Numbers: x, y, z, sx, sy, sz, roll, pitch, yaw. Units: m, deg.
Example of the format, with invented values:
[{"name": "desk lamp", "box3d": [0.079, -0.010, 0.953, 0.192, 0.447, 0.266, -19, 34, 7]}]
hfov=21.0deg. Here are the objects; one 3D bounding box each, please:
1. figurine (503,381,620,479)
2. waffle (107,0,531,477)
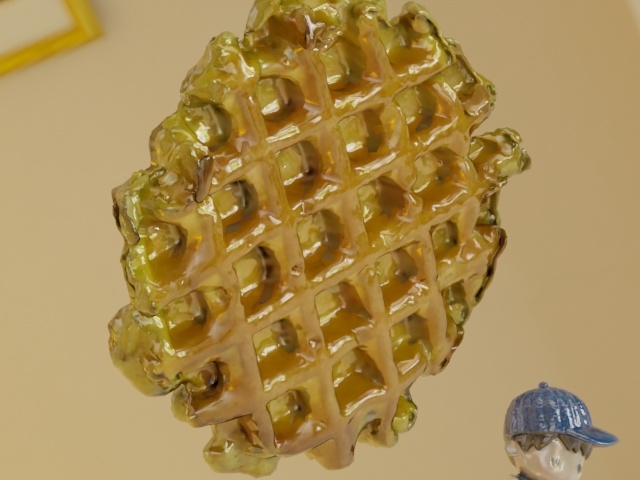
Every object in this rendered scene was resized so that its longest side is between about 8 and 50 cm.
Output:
[{"name": "figurine", "box3d": [0.178, 0.193, 1.385, 0.087, 0.086, 0.149, 23, -85, 57]}, {"name": "waffle", "box3d": [0.000, 0.000, 1.091, 0.068, 0.302, 0.325, 21, -92, 48]}]
